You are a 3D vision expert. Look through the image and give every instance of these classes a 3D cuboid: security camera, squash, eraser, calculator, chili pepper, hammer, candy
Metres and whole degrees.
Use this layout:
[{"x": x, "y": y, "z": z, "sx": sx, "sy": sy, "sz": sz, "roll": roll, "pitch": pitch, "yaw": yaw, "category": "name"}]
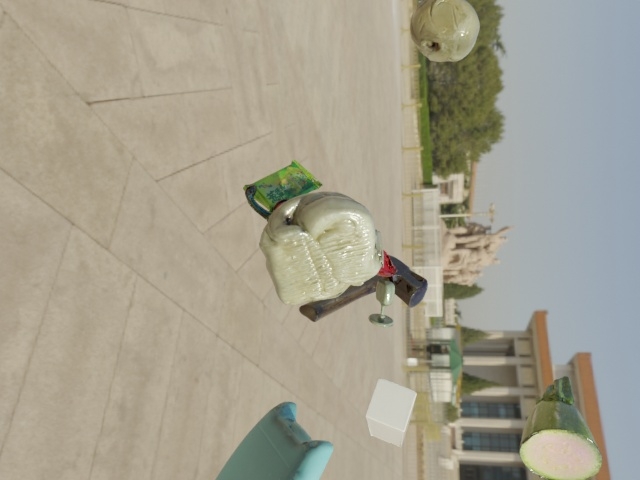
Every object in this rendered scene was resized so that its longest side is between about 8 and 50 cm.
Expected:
[{"x": 0.136, "y": 0.129, "z": 1.100, "sx": 0.058, "sy": 0.058, "sz": 0.092, "roll": -45, "pitch": 148, "yaw": -73, "category": "security camera"}, {"x": 0.335, "y": 0.258, "z": 0.750, "sx": 0.132, "sy": 0.105, "sz": 0.105, "roll": -62, "pitch": 148, "yaw": -55, "category": "squash"}, {"x": 0.144, "y": 0.359, "z": 1.071, "sx": 0.298, "sy": 0.076, "sz": 0.078, "roll": 74, "pitch": 37, "yaw": -63, "category": "eraser"}, {"x": -0.142, "y": 0.512, "z": 1.024, "sx": 0.054, "sy": 0.256, "sz": 0.386, "roll": 39, "pitch": 81, "yaw": -27, "category": "calculator"}, {"x": -0.004, "y": -0.012, "z": 1.177, "sx": 0.110, "sy": 0.387, "sz": 0.110, "roll": 23, "pitch": 90, "yaw": -87, "category": "chili pepper"}, {"x": 0.117, "y": 0.153, "z": 1.613, "sx": 0.409, "sy": 0.242, "sz": 0.095, "roll": -19, "pitch": 134, "yaw": -36, "category": "hammer"}, {"x": -0.089, "y": -0.131, "z": 1.263, "sx": 0.178, "sy": 0.102, "sz": 0.032, "roll": -33, "pitch": 167, "yaw": -35, "category": "candy"}]

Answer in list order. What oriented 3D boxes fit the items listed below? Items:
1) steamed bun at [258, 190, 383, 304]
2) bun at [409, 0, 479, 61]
[{"x": 0.002, "y": -0.001, "z": 0.945, "sx": 0.144, "sy": 0.211, "sz": 0.218, "roll": -96, "pitch": 168, "yaw": -51, "category": "steamed bun"}, {"x": 0.306, "y": -0.526, "z": 1.325, "sx": 0.113, "sy": 0.173, "sz": 0.166, "roll": -60, "pitch": 154, "yaw": -25, "category": "bun"}]
